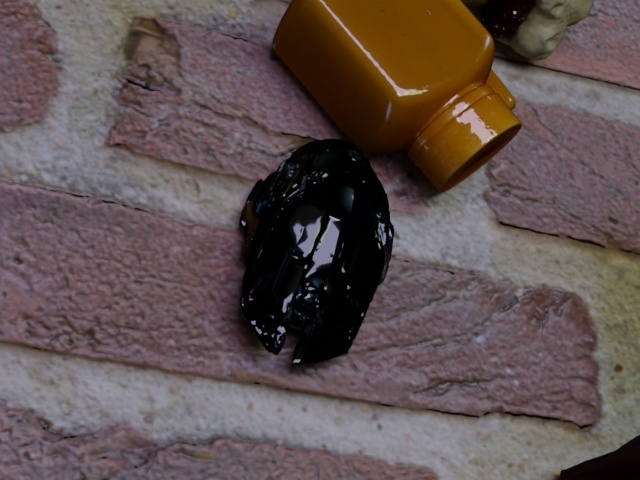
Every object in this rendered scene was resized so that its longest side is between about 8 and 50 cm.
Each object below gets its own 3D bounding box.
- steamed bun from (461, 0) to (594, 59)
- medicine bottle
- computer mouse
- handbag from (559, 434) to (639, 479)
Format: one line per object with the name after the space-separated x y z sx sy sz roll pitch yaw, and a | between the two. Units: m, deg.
0.199 -0.263 1.670 0.155 0.141 0.172 48 61 -8 | steamed bun
0.080 -0.160 1.575 0.149 0.112 0.222 -34 80 -31 | medicine bottle
0.000 0.000 1.488 0.147 0.077 0.241 20 59 -8 | computer mouse
0.338 0.185 1.446 0.216 0.203 0.074 -15 79 -25 | handbag
